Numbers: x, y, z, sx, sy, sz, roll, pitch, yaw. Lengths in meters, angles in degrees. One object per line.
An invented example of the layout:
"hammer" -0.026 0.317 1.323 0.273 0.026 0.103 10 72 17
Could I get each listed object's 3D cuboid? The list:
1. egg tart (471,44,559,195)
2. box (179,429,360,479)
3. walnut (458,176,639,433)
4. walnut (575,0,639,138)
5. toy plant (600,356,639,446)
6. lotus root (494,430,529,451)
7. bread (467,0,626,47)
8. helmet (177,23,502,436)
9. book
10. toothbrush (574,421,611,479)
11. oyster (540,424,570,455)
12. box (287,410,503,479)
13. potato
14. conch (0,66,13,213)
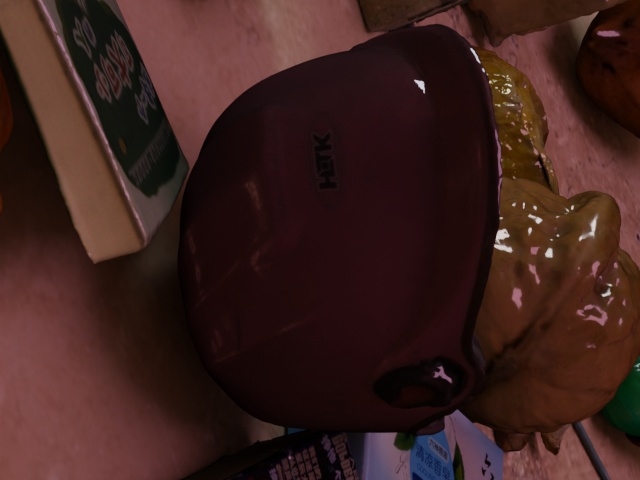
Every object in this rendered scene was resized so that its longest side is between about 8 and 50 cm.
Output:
"egg tart" 0.189 -0.095 1.811 0.232 0.098 0.252 43 38 -50
"box" -0.059 0.257 1.196 0.310 0.084 0.198 -17 91 -61
"walnut" 0.181 0.051 1.590 0.224 0.257 0.257 34 37 -4
"walnut" 0.423 -0.218 2.179 0.336 0.209 0.209 10 67 -51
"toy plant" 0.368 0.168 1.986 0.200 0.105 0.143 42 33 -28
"lotus root" 0.186 0.164 1.733 0.037 0.030 0.083 17 61 -56
"bread" 0.279 -0.461 1.953 0.371 0.279 0.390 60 32 -19
"helmet" 0.000 0.000 1.229 0.338 0.197 0.271 102 -16 -66
"book" -0.183 -0.186 1.161 0.260 0.043 0.371 -79 147 -75
"toothbrush" 0.308 0.248 1.925 0.167 0.014 0.011 60 15 -24
"oyster" 0.249 0.101 1.818 0.209 0.072 0.133 -61 143 -44
"box" 0.064 0.195 1.449 0.232 0.083 0.142 42 41 -43
"potato" 0.093 -0.245 1.683 0.061 0.122 0.086 -13 83 -57
"conch" -0.237 -0.111 1.054 0.109 0.093 0.330 1 75 -54
